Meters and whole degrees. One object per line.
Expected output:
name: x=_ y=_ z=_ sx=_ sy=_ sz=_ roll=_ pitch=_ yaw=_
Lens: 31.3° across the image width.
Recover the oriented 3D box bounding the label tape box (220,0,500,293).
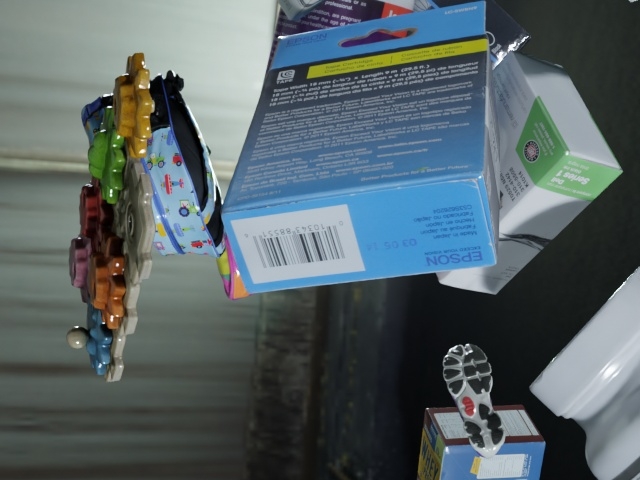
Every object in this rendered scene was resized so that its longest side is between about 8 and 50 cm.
label tape box: x=0.056 y=-0.100 z=1.136 sx=0.334 sy=0.240 sz=0.106 roll=-77 pitch=156 yaw=-52

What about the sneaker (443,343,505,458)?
sneaker: x=0.215 y=0.231 z=1.628 sx=0.071 sy=0.068 sz=0.170 roll=84 pitch=-3 yaw=-64

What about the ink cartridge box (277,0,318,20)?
ink cartridge box: x=0.038 y=-0.328 z=1.115 sx=0.114 sy=0.197 sz=0.273 roll=56 pitch=-6 yaw=-7

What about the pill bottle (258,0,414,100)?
pill bottle: x=0.023 y=-0.267 z=1.580 sx=0.181 sy=0.181 sz=0.323 roll=-142 pitch=-117 yaw=-65

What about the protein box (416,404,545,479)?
protein box: x=0.306 y=0.441 z=2.218 sx=0.136 sy=0.201 sz=0.200 roll=-113 pitch=-155 yaw=-64

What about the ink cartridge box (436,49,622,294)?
ink cartridge box: x=0.198 y=-0.069 z=1.246 sx=0.219 sy=0.092 sz=0.160 roll=-50 pitch=-136 yaw=35

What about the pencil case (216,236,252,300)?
pencil case: x=0.000 y=0.000 z=1.256 sx=0.104 sy=0.236 sz=0.104 roll=170 pitch=-90 yaw=-76

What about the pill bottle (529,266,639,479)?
pill bottle: x=0.396 y=0.209 z=1.121 sx=0.363 sy=0.210 sz=0.210 roll=43 pitch=-40 yaw=12

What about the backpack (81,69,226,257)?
backpack: x=-0.163 y=-0.057 z=1.160 sx=0.158 sy=0.117 sz=0.173 roll=76 pitch=-5 yaw=-57

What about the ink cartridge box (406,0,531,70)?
ink cartridge box: x=0.142 y=-0.357 z=1.716 sx=0.165 sy=0.332 sz=0.065 roll=-48 pitch=180 yaw=-21

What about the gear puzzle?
gear puzzle: x=-0.188 y=-0.022 z=1.006 sx=0.339 sy=0.044 sz=0.175 roll=114 pitch=-33 yaw=-47
